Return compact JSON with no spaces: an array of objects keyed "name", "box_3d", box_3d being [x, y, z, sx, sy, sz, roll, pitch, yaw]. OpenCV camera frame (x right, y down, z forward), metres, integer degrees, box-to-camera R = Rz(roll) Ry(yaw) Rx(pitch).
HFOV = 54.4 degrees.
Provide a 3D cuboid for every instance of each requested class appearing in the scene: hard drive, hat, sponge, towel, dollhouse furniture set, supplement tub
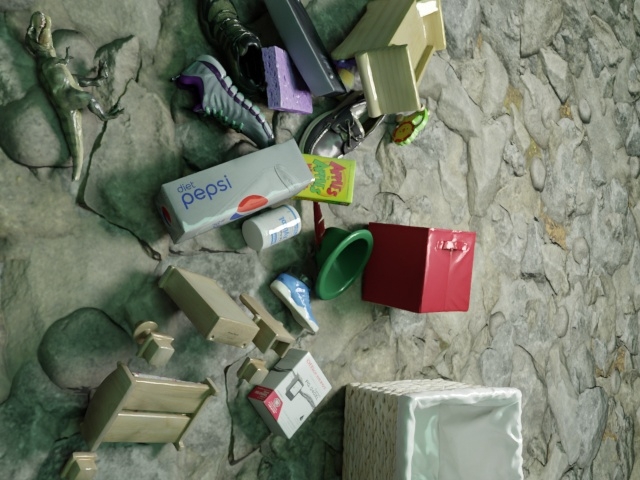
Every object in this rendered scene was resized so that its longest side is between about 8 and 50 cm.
[{"name":"hard drive","box_3d":[-0.033,-0.414,1.300,0.255,0.054,0.172,62,16,-5]},{"name":"hat","box_3d":[0.000,0.000,1.398,0.208,0.183,0.173,-55,152,2]},{"name":"sponge","box_3d":[-0.065,-0.324,1.284,0.210,0.031,0.117,-27,110,-73]},{"name":"towel","box_3d":[0.049,-0.368,1.465,0.060,0.009,0.083,27,71,-37]},{"name":"dollhouse furniture set","box_3d":[-0.274,0.249,1.140,0.303,0.174,0.355,26,101,-50]},{"name":"supplement tub","box_3d":[-0.099,-0.027,1.281,0.107,0.071,0.071,-27,105,-39]}]

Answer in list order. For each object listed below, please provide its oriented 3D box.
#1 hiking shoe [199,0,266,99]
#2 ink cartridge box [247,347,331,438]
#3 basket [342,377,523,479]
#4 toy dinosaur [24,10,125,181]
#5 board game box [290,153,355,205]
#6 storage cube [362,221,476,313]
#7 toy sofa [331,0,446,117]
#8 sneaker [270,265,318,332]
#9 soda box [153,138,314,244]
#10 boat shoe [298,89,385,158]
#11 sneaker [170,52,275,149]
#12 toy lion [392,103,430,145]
[{"name":"hiking shoe","box_3d":[-0.158,-0.393,1.217,0.086,0.114,0.227,-30,107,-36]},{"name":"ink cartridge box","box_3d":[-0.062,0.316,1.301,0.150,0.063,0.109,-45,115,-33]},{"name":"basket","box_3d":[0.243,0.484,1.389,0.328,0.266,0.331,5,83,-29]},{"name":"toy dinosaur","box_3d":[-0.402,-0.242,1.042,0.118,0.064,0.268,-21,104,-33]},{"name":"board game box","box_3d":[-0.022,-0.131,1.309,0.181,0.043,0.092,7,82,-5]},{"name":"storage cube","box_3d":[0.231,0.062,1.475,0.183,0.215,0.193,4,92,-41]},{"name":"toy sofa","box_3d":[0.168,-0.435,1.434,0.362,0.177,0.150,-64,145,-46]},{"name":"sneaker","box_3d":[-0.034,0.121,1.337,0.084,0.058,0.152,-46,110,-23]},{"name":"soda box","box_3d":[-0.159,-0.095,1.176,0.286,0.091,0.098,-24,86,-29]},{"name":"boat shoe","box_3d":[0.059,-0.254,1.411,0.285,0.092,0.103,-45,121,-32]},{"name":"sneaker","box_3d":[-0.188,-0.247,1.206,0.098,0.083,0.224,-43,96,-22]},{"name":"toy lion","box_3d":[0.223,-0.283,1.556,0.034,0.100,0.096,36,47,-36]}]
